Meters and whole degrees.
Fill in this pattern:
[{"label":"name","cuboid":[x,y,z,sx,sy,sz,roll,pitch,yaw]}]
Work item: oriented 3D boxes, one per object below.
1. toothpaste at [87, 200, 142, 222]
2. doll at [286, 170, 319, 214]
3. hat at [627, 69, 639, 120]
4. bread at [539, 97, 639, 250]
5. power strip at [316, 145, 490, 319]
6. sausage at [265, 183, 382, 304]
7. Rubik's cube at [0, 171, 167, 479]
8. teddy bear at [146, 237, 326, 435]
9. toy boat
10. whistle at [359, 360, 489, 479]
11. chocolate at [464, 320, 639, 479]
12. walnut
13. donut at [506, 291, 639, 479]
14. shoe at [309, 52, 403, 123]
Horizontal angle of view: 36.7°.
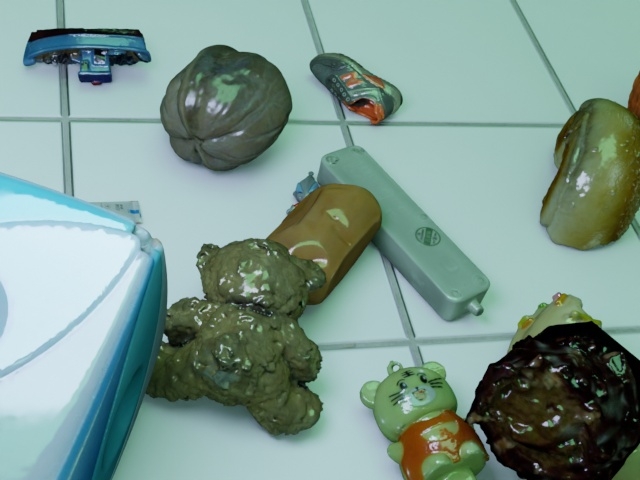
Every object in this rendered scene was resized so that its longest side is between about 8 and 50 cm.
[{"label":"toothpaste","cuboid":[-0.376,-0.043,1.506,0.190,0.031,0.048,-2,46,-21]},{"label":"doll","cuboid":[-0.023,-0.075,1.622,0.057,0.039,0.114,-17,50,28]},{"label":"hat","cuboid":[0.757,-0.323,1.799,0.285,0.400,0.285,14,32,-9]},{"label":"bread","cuboid":[0.505,-0.145,1.720,0.171,0.192,0.314,19,46,4]},{"label":"power strip","cuboid":[0.136,-0.012,1.590,0.091,0.062,0.385,-22,57,-31]},{"label":"sausage","cuboid":[0.000,0.000,1.501,0.136,0.120,0.241,34,53,16]},{"label":"Rubik's cube","cuboid":[-0.382,0.141,1.069,0.352,0.347,0.352,21,64,2]},{"label":"teddy bear","cuboid":[-0.104,0.112,1.334,0.267,0.156,0.256,14,54,0]},{"label":"toy boat","cuboid":[-0.414,-0.325,1.719,0.223,0.100,0.097,-2,85,-10]},{"label":"whistle","cuboid":[0.155,0.278,1.300,0.131,0.106,0.288,-15,53,-17]},{"label":"chocolate","cuboid":[0.279,0.206,1.226,0.177,0.224,0.206,22,17,-46]},{"label":"walnut","cuboid":[-0.159,-0.225,1.618,0.224,0.224,0.224,8,47,-8]},{"label":"donut","cuboid":[0.449,0.234,1.387,0.370,0.150,0.307,18,50,3]},{"label":"shoe","cuboid":[0.056,-0.286,1.815,0.194,0.074,0.077,30,53,10]}]
